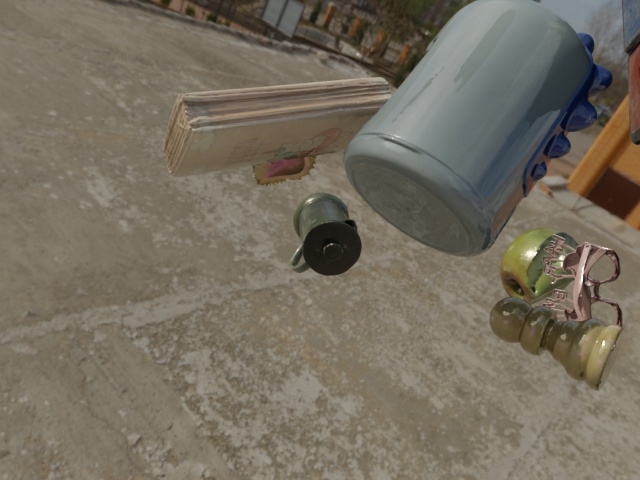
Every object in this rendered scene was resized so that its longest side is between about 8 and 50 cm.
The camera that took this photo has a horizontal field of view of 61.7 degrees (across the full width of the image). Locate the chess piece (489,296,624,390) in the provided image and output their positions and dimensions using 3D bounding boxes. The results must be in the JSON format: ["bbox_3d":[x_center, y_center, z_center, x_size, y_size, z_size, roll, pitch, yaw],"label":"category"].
[{"bbox_3d":[0.323,0.130,0.755,0.170,0.094,0.094,25,20,35],"label":"chess piece"}]

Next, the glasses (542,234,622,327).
[{"bbox_3d":[0.521,0.113,1.111,0.095,0.255,0.162,3,-4,-36],"label":"glasses"}]

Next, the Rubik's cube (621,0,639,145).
[{"bbox_3d":[0.614,-0.314,0.693,0.318,0.313,0.316,0,-6,10],"label":"Rubik's cube"}]

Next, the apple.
[{"bbox_3d":[0.547,0.066,1.354,0.188,0.207,0.174,-19,51,-14],"label":"apple"}]

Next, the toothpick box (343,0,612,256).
[{"bbox_3d":[0.231,-0.173,0.751,0.263,0.355,0.263,35,-12,9],"label":"toothpick box"}]

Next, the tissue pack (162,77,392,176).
[{"bbox_3d":[-0.062,-0.171,0.812,0.325,0.170,0.071,-14,83,-28],"label":"tissue pack"}]

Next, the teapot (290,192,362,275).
[{"bbox_3d":[0.000,0.000,1.759,0.200,0.270,0.337,43,10,-18],"label":"teapot"}]

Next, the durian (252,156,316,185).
[{"bbox_3d":[-0.087,-0.197,1.117,0.132,0.182,0.165,-22,35,-13],"label":"durian"}]
